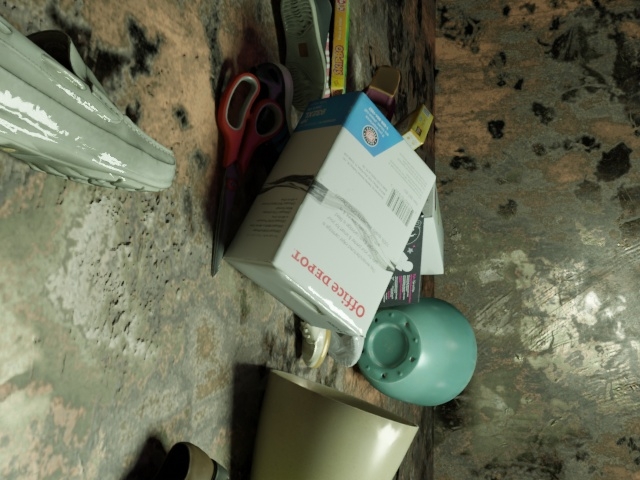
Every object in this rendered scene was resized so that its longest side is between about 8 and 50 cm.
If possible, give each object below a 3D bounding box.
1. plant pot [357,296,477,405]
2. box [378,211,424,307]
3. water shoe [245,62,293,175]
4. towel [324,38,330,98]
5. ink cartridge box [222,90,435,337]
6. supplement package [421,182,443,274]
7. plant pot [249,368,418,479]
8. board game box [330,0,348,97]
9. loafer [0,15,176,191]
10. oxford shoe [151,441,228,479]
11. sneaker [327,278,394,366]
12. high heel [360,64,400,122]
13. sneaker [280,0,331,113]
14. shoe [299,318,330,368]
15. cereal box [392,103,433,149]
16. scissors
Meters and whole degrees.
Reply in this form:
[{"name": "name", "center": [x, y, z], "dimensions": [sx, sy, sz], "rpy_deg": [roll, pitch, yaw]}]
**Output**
[{"name": "plant pot", "center": [0.223, 0.277, 1.655], "dimensions": [0.235, 0.293, 0.293], "rpy_deg": [21, 70, -55]}, {"name": "box", "center": [0.154, 0.012, 1.511], "dimensions": [0.163, 0.142, 0.247], "rpy_deg": [-104, -169, -58]}, {"name": "water shoe", "center": [-0.088, -0.179, 1.029], "dimensions": [0.080, 0.073, 0.203], "rpy_deg": [-18, 111, -43]}, {"name": "towel", "center": [-0.013, -0.363, 1.296], "dimensions": [0.144, 0.029, 0.197], "rpy_deg": [-40, 131, -67]}, {"name": "ink cartridge box", "center": [0.024, -0.039, 1.005], "dimensions": [0.223, 0.129, 0.307], "rpy_deg": [42, 65, -35]}, {"name": "supplement package", "center": [0.218, -0.035, 1.717], "dimensions": [0.262, 0.204, 0.145], "rpy_deg": [66, 27, -52]}, {"name": "plant pot", "center": [-0.010, 0.380, 1.025], "dimensions": [0.274, 0.256, 0.256], "rpy_deg": [-69, 159, -8]}, {"name": "board game box", "center": [0.045, -0.415, 1.419], "dimensions": [0.124, 0.039, 0.259], "rpy_deg": [63, 27, -81]}, {"name": "loafer", "center": [-0.218, -0.114, 0.523], "dimensions": [0.319, 0.112, 0.111], "rpy_deg": [27, 73, -70]}, {"name": "oxford shoe", "center": [-0.188, 0.327, 0.708], "dimensions": [0.096, 0.083, 0.227], "rpy_deg": [57, 33, -29]}, {"name": "sneaker", "center": [0.085, 0.145, 1.370], "dimensions": [0.153, 0.101, 0.268], "rpy_deg": [-37, 142, -38]}, {"name": "high heel", "center": [0.070, -0.197, 1.398], "dimensions": [0.377, 0.127, 0.181], "rpy_deg": [-57, 175, -23]}, {"name": "sneaker", "center": [-0.012, -0.351, 1.175], "dimensions": [0.118, 0.083, 0.222], "rpy_deg": [-55, 148, -55]}, {"name": "shoe", "center": [-0.018, 0.138, 1.252], "dimensions": [0.058, 0.076, 0.219], "rpy_deg": [11, 79, -27]}, {"name": "cereal box", "center": [0.140, -0.200, 1.457], "dimensions": [0.047, 0.240, 0.173], "rpy_deg": [47, 33, -13]}, {"name": "scissors", "center": [-0.135, -0.101, 0.923], "dimensions": [0.109, 0.021, 0.297], "rpy_deg": [35, 69, -38]}]
